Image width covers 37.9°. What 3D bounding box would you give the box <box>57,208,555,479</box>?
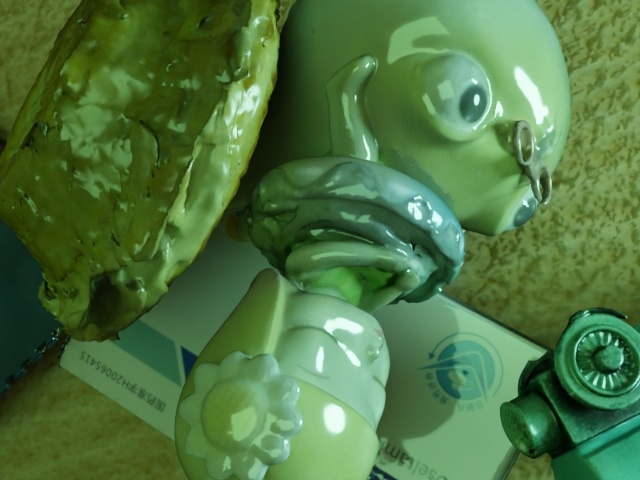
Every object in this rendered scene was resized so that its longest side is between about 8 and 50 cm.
[{"bbox_3d":[-0.016,0.091,0.702,0.343,0.065,0.200,29,96,17],"label":"box"}]

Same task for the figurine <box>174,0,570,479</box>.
[{"bbox_3d":[0.000,0.000,0.581,0.274,0.226,0.394,-2,57,36],"label":"figurine"}]

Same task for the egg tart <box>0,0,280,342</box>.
[{"bbox_3d":[-0.132,-0.073,0.605,0.116,0.295,0.295,22,96,-25],"label":"egg tart"}]

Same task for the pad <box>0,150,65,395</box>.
[{"bbox_3d":[-0.339,0.040,0.806,0.269,0.012,0.270,-42,64,17],"label":"pad"}]

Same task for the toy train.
[{"bbox_3d":[0.237,0.097,0.567,0.248,0.101,0.159,-23,73,-15],"label":"toy train"}]
